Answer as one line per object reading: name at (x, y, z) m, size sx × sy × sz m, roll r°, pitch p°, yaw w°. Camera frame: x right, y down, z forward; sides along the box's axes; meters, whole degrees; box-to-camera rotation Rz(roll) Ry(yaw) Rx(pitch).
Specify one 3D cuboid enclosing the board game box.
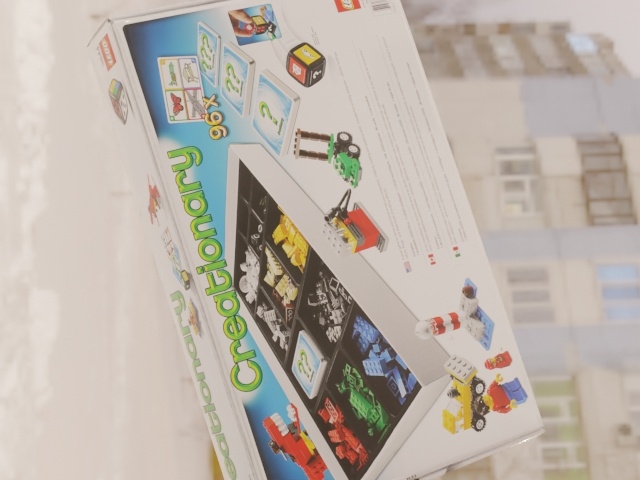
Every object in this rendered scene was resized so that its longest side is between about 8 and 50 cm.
board game box at (0.000, 0.000, 0.803) m, size 0.053 × 0.193 × 0.305 m, roll -26°, pitch -99°, yaw 62°
